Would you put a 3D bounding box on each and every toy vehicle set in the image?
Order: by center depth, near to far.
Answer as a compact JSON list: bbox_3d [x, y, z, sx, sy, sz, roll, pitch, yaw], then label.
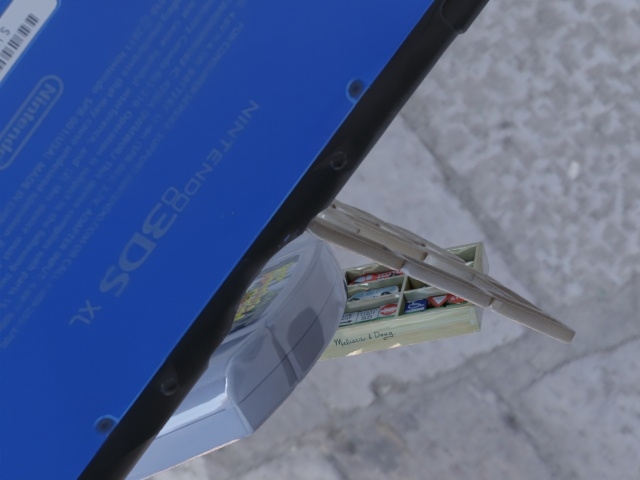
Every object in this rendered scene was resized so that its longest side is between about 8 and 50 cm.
[{"bbox_3d":[0.063,0.077,1.692,0.267,0.166,0.035,-12,113,15],"label":"toy vehicle set"}]

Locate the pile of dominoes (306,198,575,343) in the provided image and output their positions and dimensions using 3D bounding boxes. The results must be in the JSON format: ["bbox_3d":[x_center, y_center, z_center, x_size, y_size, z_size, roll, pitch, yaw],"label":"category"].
[{"bbox_3d":[0.000,0.000,0.837,0.251,0.040,0.196,23,-174,-23],"label":"pile of dominoes"}]

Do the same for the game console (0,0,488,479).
[{"bbox_3d":[-0.086,-0.037,0.535,0.250,0.293,0.173,35,-178,-40],"label":"game console"}]

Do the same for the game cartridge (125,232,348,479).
[{"bbox_3d":[-0.081,0.080,1.033,0.196,0.294,0.060,-21,104,18],"label":"game cartridge"}]
